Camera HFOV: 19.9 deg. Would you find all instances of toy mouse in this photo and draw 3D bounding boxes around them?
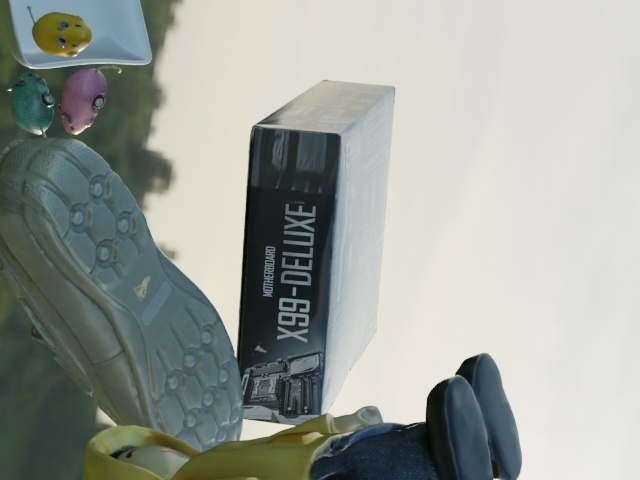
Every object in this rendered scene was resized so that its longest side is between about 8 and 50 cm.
[{"bbox_3d":[-0.236,-0.130,1.608,0.161,0.031,0.143,17,-83,44],"label":"toy mouse"}]

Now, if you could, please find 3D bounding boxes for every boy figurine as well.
[{"bbox_3d":[-0.020,0.139,1.125,0.177,0.285,0.092,-27,104,-60],"label":"boy figurine"}]

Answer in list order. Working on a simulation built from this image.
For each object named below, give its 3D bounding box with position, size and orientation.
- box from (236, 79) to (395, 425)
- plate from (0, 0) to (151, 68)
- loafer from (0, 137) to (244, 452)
[{"bbox_3d":[0.000,0.000,1.574,0.307,0.076,0.242,-50,144,-73],"label":"box"},{"bbox_3d":[-0.279,-0.308,1.866,0.278,0.045,0.277,-17,93,-68],"label":"plate"},{"bbox_3d":[-0.155,0.054,1.348,0.112,0.111,0.319,-52,130,-36],"label":"loafer"}]
